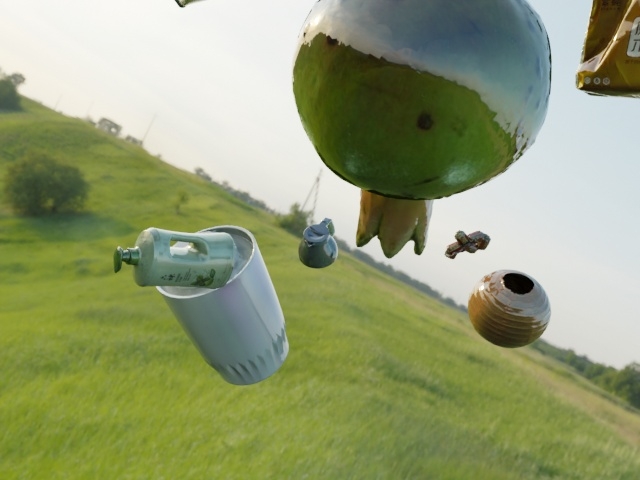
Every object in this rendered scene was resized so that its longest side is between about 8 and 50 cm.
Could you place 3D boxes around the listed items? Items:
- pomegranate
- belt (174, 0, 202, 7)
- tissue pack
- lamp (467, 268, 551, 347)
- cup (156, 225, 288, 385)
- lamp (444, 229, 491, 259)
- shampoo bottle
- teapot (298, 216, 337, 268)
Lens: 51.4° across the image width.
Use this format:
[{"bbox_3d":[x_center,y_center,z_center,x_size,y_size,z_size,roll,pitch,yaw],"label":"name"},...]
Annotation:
[{"bbox_3d":[0.059,-0.082,0.420,0.159,0.205,0.159,6,36,-4],"label":"pomegranate"},{"bbox_3d":[-0.182,-0.535,1.004,0.173,0.300,0.436,-17,-4,-11],"label":"belt"},{"bbox_3d":[0.534,-0.315,1.046,0.226,0.183,0.092,16,10,42],"label":"tissue pack"},{"bbox_3d":[0.316,0.115,1.117,0.136,0.136,0.136,26,0,0],"label":"lamp"},{"bbox_3d":[-0.225,0.163,1.641,0.253,0.253,0.371,26,-33,44],"label":"cup"},{"bbox_3d":[0.279,0.007,1.242,0.083,0.063,0.031,-2,47,-25],"label":"lamp"},{"bbox_3d":[-0.286,0.035,1.288,0.234,0.118,0.087,5,17,-42],"label":"shampoo bottle"},{"bbox_3d":[0.000,0.000,1.109,0.066,0.088,0.057,19,-40,21],"label":"teapot"}]
